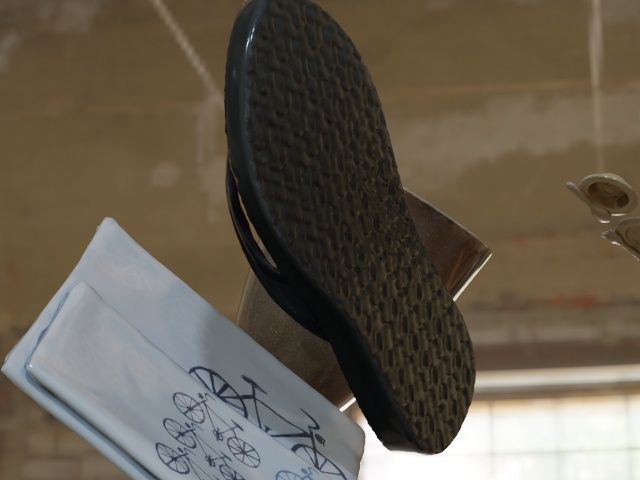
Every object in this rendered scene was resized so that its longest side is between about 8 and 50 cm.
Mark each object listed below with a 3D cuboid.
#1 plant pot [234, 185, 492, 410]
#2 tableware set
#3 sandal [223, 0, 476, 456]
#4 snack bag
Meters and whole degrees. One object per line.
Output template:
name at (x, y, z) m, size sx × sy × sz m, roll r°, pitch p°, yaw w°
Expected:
plant pot at (0.013, 0.054, 1.852) m, size 0.215 × 0.230 × 0.215 m, roll 32°, pitch -2°, yaw 1°
tableware set at (0.308, -0.026, 1.729) m, size 0.169 × 0.020 × 0.141 m, roll -12°, pitch -47°, yaw 45°
sandal at (-0.001, 0.003, 1.556) m, size 0.107 × 0.167 × 0.445 m, roll 2°, pitch -49°, yaw 34°
snack bag at (-0.083, 0.134, 1.562) m, size 0.323 × 0.342 × 0.037 m, roll 39°, pitch -71°, yaw -7°
